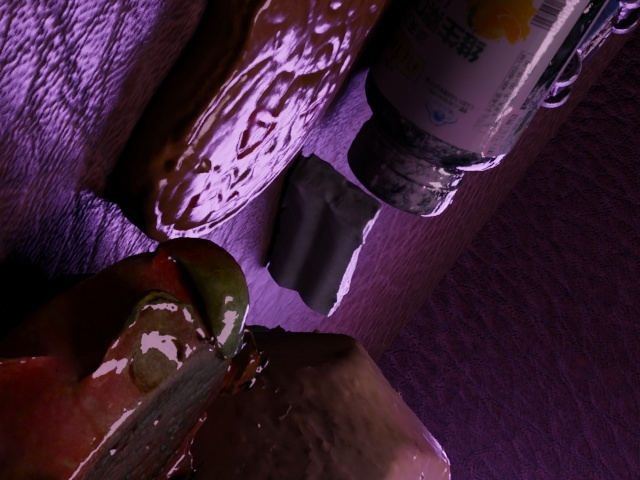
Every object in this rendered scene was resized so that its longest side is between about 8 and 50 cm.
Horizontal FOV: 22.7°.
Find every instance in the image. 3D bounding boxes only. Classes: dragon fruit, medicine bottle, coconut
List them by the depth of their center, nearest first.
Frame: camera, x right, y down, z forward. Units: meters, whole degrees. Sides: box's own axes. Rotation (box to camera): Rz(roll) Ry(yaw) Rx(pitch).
[{"bbox_3d":[-0.157,0.118,0.942,0.295,0.130,0.268,-52,170,-12],"label":"dragon fruit"},{"bbox_3d":[-0.067,0.243,1.170,0.352,0.353,0.352,-52,170,-12],"label":"coconut"},{"bbox_3d":[0.131,-0.160,1.326,0.293,0.141,0.141,-59,169,29],"label":"medicine bottle"}]

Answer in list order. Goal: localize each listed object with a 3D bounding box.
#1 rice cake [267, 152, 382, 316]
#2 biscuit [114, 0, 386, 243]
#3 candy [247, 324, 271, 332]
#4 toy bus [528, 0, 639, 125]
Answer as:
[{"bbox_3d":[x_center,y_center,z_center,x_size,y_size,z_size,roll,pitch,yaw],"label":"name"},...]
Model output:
[{"bbox_3d":[0.000,0.000,1.440,0.040,0.085,0.226,-52,172,-24],"label":"rice cake"},{"bbox_3d":[-0.029,-0.105,1.036,0.257,0.049,0.273,-58,171,22],"label":"biscuit"},{"bbox_3d":[0.006,0.222,1.393,0.119,0.440,0.119,-16,129,-21],"label":"candy"},{"bbox_3d":[0.251,-0.245,1.635,0.234,0.133,0.116,-48,170,-5],"label":"toy bus"}]
